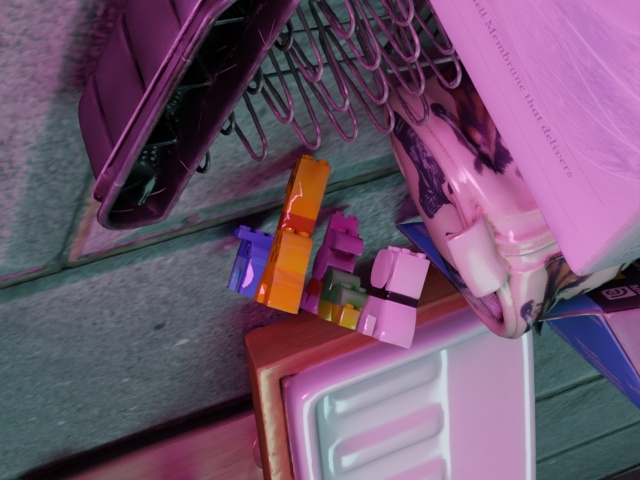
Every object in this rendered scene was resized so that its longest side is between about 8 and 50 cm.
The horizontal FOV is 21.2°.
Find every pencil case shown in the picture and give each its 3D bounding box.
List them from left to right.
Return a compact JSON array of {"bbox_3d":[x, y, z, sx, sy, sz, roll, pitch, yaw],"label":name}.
[{"bbox_3d":[0.236,-0.080,1.015,0.410,0.160,0.183,-22,-166,-11],"label":"pencil case"}]

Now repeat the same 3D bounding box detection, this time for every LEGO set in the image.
[{"bbox_3d":[0.000,0.000,1.057,0.087,0.093,0.227,16,179,-13],"label":"LEGO set"}]

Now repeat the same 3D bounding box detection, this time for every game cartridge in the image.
[{"bbox_3d":[0.241,0.070,1.697,0.056,0.017,0.083,-21,162,-4],"label":"game cartridge"}]

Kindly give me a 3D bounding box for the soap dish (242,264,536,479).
[{"bbox_3d":[0.056,0.163,1.363,0.229,0.118,0.290,-20,127,-20],"label":"soap dish"}]

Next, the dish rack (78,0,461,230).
[{"bbox_3d":[0.025,-0.108,0.807,0.271,0.074,0.208,-16,161,-30],"label":"dish rack"}]

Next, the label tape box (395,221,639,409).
[{"bbox_3d":[0.245,0.040,1.175,0.334,0.106,0.240,-10,-163,-9],"label":"label tape box"}]

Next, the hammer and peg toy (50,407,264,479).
[{"bbox_3d":[-0.062,0.270,1.502,0.361,0.266,0.127,-19,-166,-22],"label":"hammer and peg toy"}]

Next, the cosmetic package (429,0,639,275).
[{"bbox_3d":[0.136,-0.144,0.605,0.138,0.224,0.224,-17,160,-27],"label":"cosmetic package"}]
